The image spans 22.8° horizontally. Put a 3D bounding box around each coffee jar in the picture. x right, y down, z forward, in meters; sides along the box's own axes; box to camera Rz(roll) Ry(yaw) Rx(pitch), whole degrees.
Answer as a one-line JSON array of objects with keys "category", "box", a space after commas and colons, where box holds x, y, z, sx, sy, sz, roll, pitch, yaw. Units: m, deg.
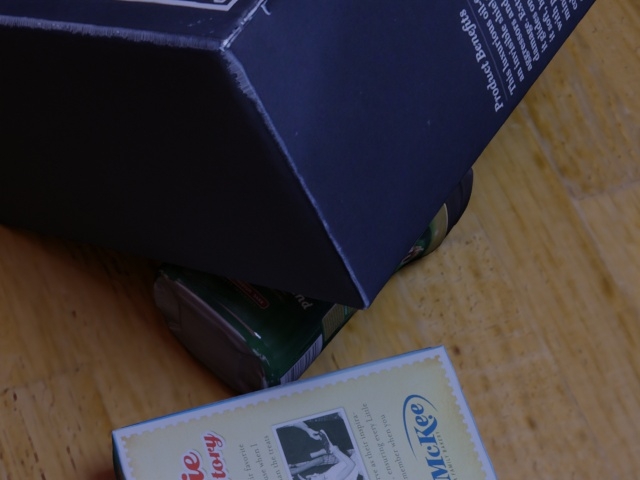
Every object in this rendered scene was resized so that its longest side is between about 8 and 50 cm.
[{"category": "coffee jar", "box": [0.000, 0.000, 0.902, 0.096, 0.079, 0.184, 38, 63, 18]}]

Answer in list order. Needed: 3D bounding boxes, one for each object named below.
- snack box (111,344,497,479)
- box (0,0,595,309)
[{"category": "snack box", "box": [0.025, 0.221, 0.784, 0.187, 0.060, 0.322, -13, 61, -13]}, {"category": "box", "box": [-0.039, -0.143, 0.863, 0.296, 0.182, 0.294, 12, 52, 41]}]
